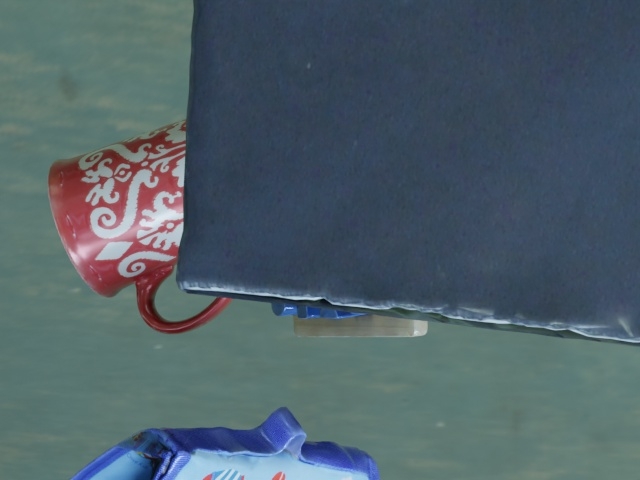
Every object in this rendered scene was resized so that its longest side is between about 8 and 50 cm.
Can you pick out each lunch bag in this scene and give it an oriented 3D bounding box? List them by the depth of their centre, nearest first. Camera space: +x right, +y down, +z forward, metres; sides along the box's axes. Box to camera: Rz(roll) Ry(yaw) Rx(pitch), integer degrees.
[{"bbox_3d":[-0.105,0.223,1.340,0.221,0.138,0.293,15,122,-48],"label":"lunch bag"}]

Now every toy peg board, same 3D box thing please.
[{"bbox_3d":[0.000,0.000,1.509,0.079,0.161,0.161,-4,90,-37],"label":"toy peg board"}]

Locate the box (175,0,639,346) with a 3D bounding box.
[{"bbox_3d":[0.178,-0.212,0.873,0.480,0.297,0.472,-8,102,-65],"label":"box"}]

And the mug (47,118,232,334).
[{"bbox_3d":[-0.097,-0.024,1.417,0.169,0.113,0.150,-22,115,12],"label":"mug"}]
